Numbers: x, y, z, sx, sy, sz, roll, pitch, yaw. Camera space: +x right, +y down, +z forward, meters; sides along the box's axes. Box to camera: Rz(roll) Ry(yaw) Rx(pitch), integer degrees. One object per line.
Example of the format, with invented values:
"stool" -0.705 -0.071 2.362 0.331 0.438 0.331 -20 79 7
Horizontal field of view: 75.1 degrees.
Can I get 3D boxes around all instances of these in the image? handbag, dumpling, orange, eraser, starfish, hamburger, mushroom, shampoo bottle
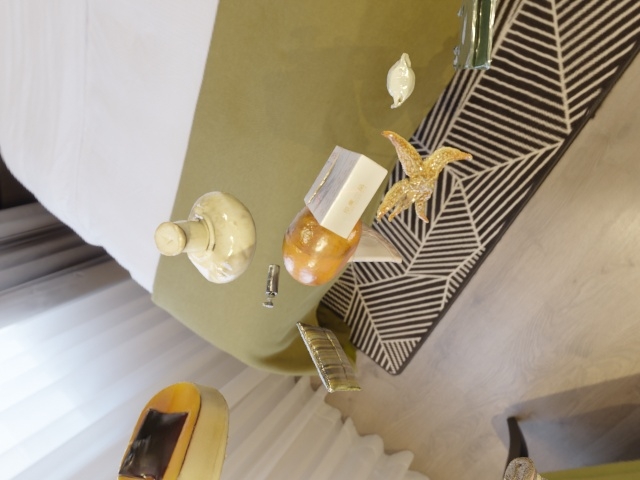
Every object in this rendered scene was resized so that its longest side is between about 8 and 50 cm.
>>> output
"handbag" 0.473 -0.662 1.295 0.079 0.260 0.248 0 112 7
"dumpling" 0.287 -0.563 1.460 0.099 0.134 0.170 -5 116 27
"orange" 0.000 0.000 1.086 0.171 0.240 0.240 34 123 12
"eraser" 0.148 -0.005 1.433 0.204 0.243 0.059 0 125 -12
"starfish" 0.274 -0.164 1.285 0.084 0.301 0.294 -113 37 -51
"hamburger" -0.227 0.332 0.659 0.172 0.210 0.116 -11 134 18
"mushroom" -0.344 -0.016 1.406 0.315 0.315 0.356 56 170 3
"shampoo bottle" -0.234 0.217 1.996 0.063 0.208 0.057 10 154 -10

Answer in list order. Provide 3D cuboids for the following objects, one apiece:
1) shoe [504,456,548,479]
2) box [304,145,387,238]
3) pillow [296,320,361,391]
"shoe" 0.486 0.622 0.994 0.092 0.180 0.089 41 147 -6
"box" 0.042 -0.109 0.856 0.067 0.233 0.150 31 99 -17
"pillow" 0.028 0.334 1.199 0.052 0.208 0.212 -39 60 13
